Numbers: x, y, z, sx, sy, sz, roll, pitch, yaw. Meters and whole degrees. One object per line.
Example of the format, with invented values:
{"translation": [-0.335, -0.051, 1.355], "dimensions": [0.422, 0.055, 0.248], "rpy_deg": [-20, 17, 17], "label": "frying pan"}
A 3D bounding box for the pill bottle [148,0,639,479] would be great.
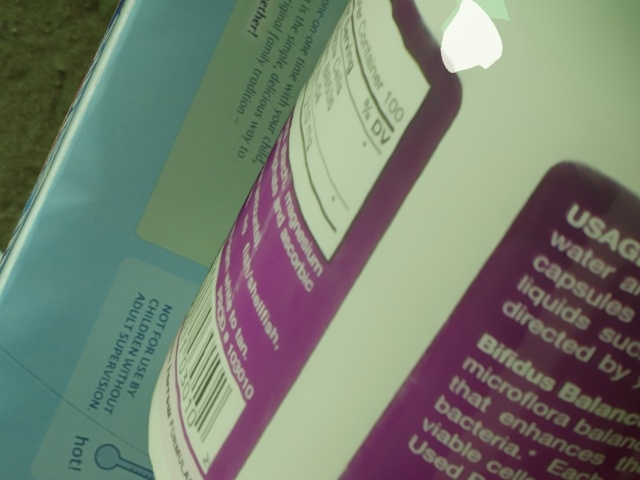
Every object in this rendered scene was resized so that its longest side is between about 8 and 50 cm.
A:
{"translation": [0.077, -0.017, 0.525], "dimensions": [0.169, 0.169, 0.301], "rpy_deg": [-73, 10, -50], "label": "pill bottle"}

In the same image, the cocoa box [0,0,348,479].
{"translation": [0.000, 0.000, 0.801], "dimensions": [0.228, 0.231, 0.347], "rpy_deg": [134, 159, -70], "label": "cocoa box"}

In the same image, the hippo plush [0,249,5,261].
{"translation": [-0.024, 0.084, 1.086], "dimensions": [0.236, 0.234, 0.294], "rpy_deg": [-34, 27, 6], "label": "hippo plush"}
